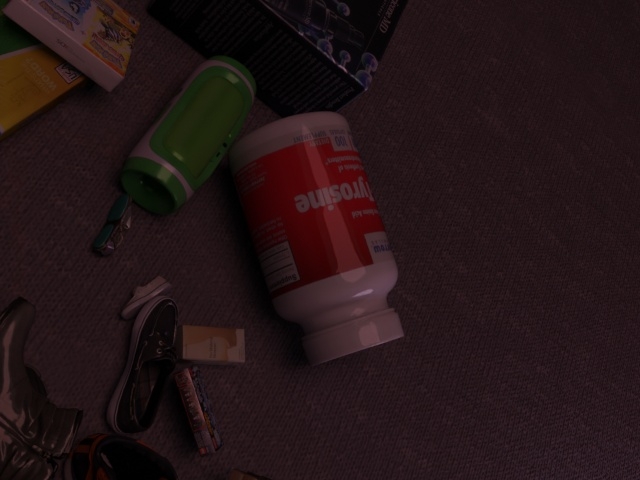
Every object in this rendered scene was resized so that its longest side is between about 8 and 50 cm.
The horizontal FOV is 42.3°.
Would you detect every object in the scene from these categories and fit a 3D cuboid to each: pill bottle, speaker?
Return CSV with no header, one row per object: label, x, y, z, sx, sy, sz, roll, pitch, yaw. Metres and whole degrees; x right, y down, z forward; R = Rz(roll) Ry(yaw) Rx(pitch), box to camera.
pill bottle,0.000,0.000,1.451,0.229,0.229,0.407,-13,81,-37
speaker,-0.222,-0.187,1.431,0.131,0.131,0.296,40,55,-17

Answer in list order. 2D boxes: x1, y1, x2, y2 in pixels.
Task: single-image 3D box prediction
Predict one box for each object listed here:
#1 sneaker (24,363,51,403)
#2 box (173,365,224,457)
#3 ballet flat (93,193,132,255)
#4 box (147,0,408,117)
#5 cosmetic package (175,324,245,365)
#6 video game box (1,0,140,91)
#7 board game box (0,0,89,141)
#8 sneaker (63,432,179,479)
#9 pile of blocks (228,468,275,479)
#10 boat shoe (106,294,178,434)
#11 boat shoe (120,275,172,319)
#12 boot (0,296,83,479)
sneaker,-0.426,0.302,1.130,0.106,0.101,0.267,5,70,-31
box,-0.191,0.268,1.309,0.027,0.094,0.137,-19,84,0
ballet flat,-0.334,-0.022,1.355,0.041,0.041,0.114,33,58,-20
box,-0.070,-0.457,1.580,0.395,0.212,0.293,36,56,-20
cosmetic package,-0.185,0.175,1.377,0.115,0.041,0.060,7,70,-33
video game box,-0.402,-0.367,1.362,0.205,0.048,0.187,37,35,-31
board game box,-0.549,-0.263,1.271,0.242,0.064,0.316,49,53,-10
sneaker,-0.244,0.417,1.160,0.125,0.180,0.321,-34,94,-38
pile of blocks,-0.098,0.536,1.280,0.149,0.112,0.362,-4,79,6
boat shoe,-0.259,0.191,1.285,0.080,0.076,0.228,46,52,-41
boat shoe,-0.290,0.091,1.345,0.035,0.035,0.100,39,55,17
boot,-0.389,0.211,1.105,0.161,0.083,0.246,20,67,-5
